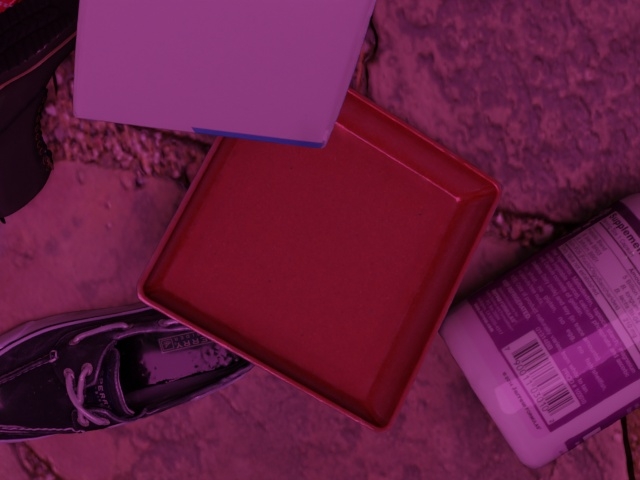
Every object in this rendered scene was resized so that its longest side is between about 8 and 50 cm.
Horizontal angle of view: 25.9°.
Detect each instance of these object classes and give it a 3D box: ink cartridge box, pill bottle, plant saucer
[{"bbox_3d":[-0.071,-0.242,1.043,0.198,0.270,0.197,7,146,-9],"label":"ink cartridge box"},{"bbox_3d":[0.271,0.061,1.260,0.302,0.169,0.169,-32,108,3],"label":"pill bottle"},{"bbox_3d":[0.000,0.000,1.228,0.258,0.048,0.259,31,74,-14],"label":"plant saucer"}]

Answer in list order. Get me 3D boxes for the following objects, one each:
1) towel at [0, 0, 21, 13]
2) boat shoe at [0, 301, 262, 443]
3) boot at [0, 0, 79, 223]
[{"bbox_3d":[-0.352,-0.209,1.173,0.199,0.031,0.274,25,102,-13],"label":"towel"},{"bbox_3d":[-0.192,0.123,1.255,0.301,0.102,0.108,-14,108,-3],"label":"boat shoe"},{"bbox_3d":[-0.247,-0.114,1.189,0.198,0.077,0.137,-37,137,5],"label":"boot"}]
